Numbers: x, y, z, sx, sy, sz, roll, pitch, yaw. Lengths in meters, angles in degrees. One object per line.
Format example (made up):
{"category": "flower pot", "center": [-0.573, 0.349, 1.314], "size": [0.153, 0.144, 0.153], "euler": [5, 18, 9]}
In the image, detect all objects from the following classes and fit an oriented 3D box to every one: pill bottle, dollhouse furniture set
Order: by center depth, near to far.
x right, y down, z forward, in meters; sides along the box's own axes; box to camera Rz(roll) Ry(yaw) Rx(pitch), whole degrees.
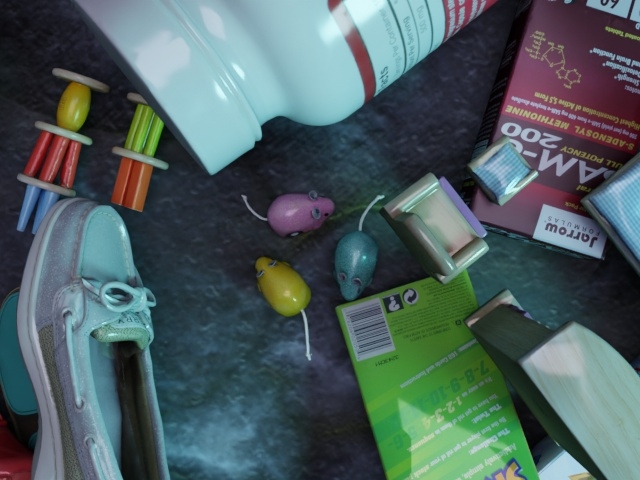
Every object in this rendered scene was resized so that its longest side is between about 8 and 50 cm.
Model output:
{"category": "dollhouse furniture set", "center": [0.255, -0.002, 0.671], "size": [0.303, 0.198, 0.286], "euler": [-38, 93, -1]}
{"category": "pill bottle", "center": [0.021, -0.241, 0.708], "size": [0.408, 0.229, 0.229], "euler": [-38, 91, -6]}

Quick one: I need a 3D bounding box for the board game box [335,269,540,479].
{"category": "board game box", "center": [0.109, 0.163, 0.780], "size": [0.124, 0.039, 0.259], "euler": [-18, 71, 3]}

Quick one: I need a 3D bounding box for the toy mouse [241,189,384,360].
{"category": "toy mouse", "center": [0.000, 0.000, 0.803], "size": [0.143, 0.031, 0.161], "euler": [-36, 76, -1]}

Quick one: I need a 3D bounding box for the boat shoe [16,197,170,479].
{"category": "boat shoe", "center": [-0.167, 0.115, 0.715], "size": [0.103, 0.118, 0.320], "euler": [-12, 70, 19]}

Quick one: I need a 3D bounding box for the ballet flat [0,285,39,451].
{"category": "ballet flat", "center": [-0.232, 0.153, 0.792], "size": [0.080, 0.073, 0.232], "euler": [-11, 87, 19]}

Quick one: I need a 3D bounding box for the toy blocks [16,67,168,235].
{"category": "toy blocks", "center": [-0.202, -0.065, 0.800], "size": [0.123, 0.054, 0.148], "euler": [18, 91, -3]}

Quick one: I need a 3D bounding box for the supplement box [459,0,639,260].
{"category": "supplement box", "center": [0.218, -0.114, 0.803], "size": [0.130, 0.073, 0.239], "euler": [16, 91, -2]}

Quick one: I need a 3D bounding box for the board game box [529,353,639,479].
{"category": "board game box", "center": [0.350, 0.268, 0.808], "size": [0.318, 0.066, 0.318], "euler": [-40, 90, -1]}

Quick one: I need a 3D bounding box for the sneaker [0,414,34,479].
{"category": "sneaker", "center": [-0.312, 0.133, 0.752], "size": [0.221, 0.087, 0.128], "euler": [8, 84, 24]}
